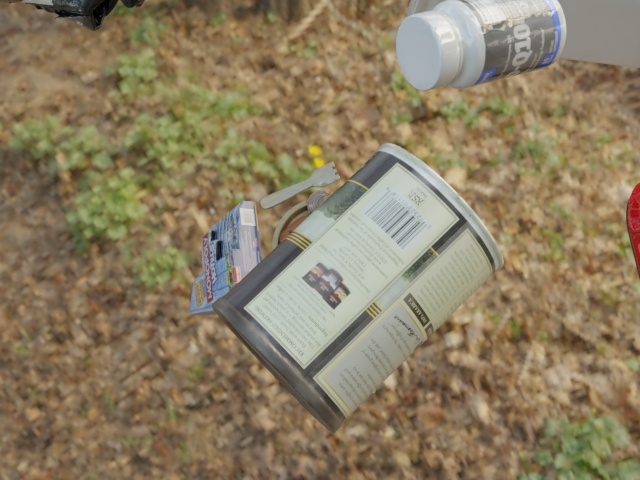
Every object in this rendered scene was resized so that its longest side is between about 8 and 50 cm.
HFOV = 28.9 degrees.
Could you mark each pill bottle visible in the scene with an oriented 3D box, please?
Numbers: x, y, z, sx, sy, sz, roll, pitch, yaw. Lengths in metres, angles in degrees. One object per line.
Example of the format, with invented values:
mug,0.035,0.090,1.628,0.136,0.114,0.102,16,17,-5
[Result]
pill bottle,0.139,-0.175,1.078,0.137,0.078,0.078,-17,29,-29

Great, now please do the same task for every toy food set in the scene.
toy food set,0.000,0.000,1.609,0.132,0.038,0.192,-26,73,4

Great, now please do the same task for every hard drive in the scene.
hard drive,0.297,-0.295,1.592,0.353,0.233,0.047,7,78,-2

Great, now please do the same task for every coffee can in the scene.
coffee can,0.043,0.054,1.421,0.275,0.201,0.201,-43,38,-8

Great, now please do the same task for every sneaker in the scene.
sneaker,-0.317,-0.307,1.543,0.234,0.106,0.078,-8,13,20

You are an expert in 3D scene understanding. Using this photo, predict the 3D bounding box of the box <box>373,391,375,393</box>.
box,0.006,0.195,2.014,0.178,0.109,0.042,20,90,57

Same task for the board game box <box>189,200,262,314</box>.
board game box,-0.171,0.054,2.174,0.194,0.060,0.194,-36,56,52

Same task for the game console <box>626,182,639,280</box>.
game console,0.565,0.075,1.769,0.060,0.386,0.342,-11,6,42
